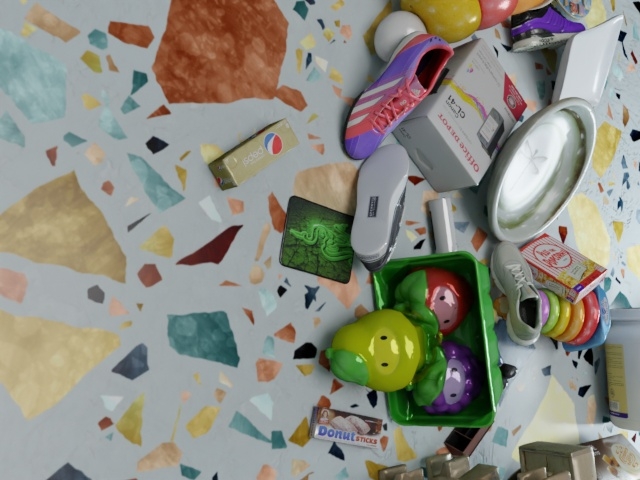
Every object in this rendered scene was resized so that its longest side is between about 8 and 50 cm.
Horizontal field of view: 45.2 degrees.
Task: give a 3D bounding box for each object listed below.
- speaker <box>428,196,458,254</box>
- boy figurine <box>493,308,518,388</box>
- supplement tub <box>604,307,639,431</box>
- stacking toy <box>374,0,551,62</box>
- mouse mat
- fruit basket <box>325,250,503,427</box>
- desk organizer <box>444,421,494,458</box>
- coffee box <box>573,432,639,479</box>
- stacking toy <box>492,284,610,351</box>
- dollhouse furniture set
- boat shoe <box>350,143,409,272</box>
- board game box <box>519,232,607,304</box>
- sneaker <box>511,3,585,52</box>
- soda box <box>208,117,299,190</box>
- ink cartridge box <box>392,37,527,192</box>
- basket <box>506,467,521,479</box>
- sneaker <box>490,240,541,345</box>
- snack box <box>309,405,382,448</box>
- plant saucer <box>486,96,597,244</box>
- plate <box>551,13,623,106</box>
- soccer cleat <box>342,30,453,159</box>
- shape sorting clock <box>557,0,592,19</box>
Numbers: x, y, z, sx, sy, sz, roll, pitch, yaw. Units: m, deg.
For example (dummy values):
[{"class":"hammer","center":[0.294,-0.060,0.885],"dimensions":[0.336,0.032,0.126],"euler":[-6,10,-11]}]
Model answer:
[{"class":"speaker","center":[0.290,-0.033,1.816],"dimensions":[0.055,0.055,0.136],"euler":[-7,89,-38]},{"class":"boy figurine","center":[0.374,0.213,1.830],"dimensions":[0.177,0.092,0.285],"euler":[-36,110,-35]},{"class":"supplement tub","center":[0.923,0.352,2.144],"dimensions":[0.241,0.241,0.331],"euler":[2,84,-38]},{"class":"stacking toy","center":[0.300,-0.582,1.782],"dimensions":[0.480,0.351,0.350],"euler":[-42,110,-16]},{"class":"mouse mat","center":[0.000,0.000,1.618],"dimensions":[0.190,0.007,0.152],"euler":[18,74,-36]},{"class":"fruit basket","center":[0.206,0.214,1.610],"dimensions":[0.392,0.283,0.391],"euler":[16,70,-53]},{"class":"desk organizer","center":[0.350,0.451,1.809],"dimensions":[0.130,0.047,0.050],"euler":[-43,108,-33]},{"class":"coffee box","center":[0.749,0.608,2.029],"dimensions":[0.247,0.141,0.098],"euler":[2,127,-37]},{"class":"stacking toy","center":[0.572,0.179,1.971],"dimensions":[0.302,0.166,0.175],"euler":[10,69,-22]},{"class":"dollhouse furniture set","center":[0.386,0.585,1.588],"dimensions":[0.395,0.362,0.256],"euler":[-4,84,-32]},{"class":"boat shoe","center":[0.137,-0.071,1.680],"dimensions":[0.102,0.108,0.301],"euler":[64,32,-54]},{"class":"board game box","center":[0.613,0.070,1.978],"dimensions":[0.147,0.194,0.045],"euler":[-28,140,-37]},{"class":"sneaker","center":[0.629,-0.607,2.121],"dimensions":[0.294,0.102,0.146],"euler":[-17,94,-38]},{"class":"soda box","center":[-0.129,-0.170,1.505],"dimensions":[0.181,0.058,0.061],"euler":[-40,109,-35]},{"class":"ink cartridge box","center":[0.337,-0.298,1.838],"dimensions":[0.226,0.131,0.306],"euler":[49,57,-23]},{"class":"basket","center":[0.556,0.686,1.880],"dimensions":[0.227,0.154,0.204],"euler":[38,70,-32]},{"class":"sneaker","center":[0.487,0.115,1.858],"dimensions":[0.099,0.121,0.262],"euler":[-10,71,-5]},{"class":"snack box","center":[0.055,0.391,1.602],"dimensions":[0.178,0.022,0.064],"euler":[20,74,-35]},{"class":"plant saucer","center":[0.533,-0.184,1.933],"dimensions":[0.401,0.101,0.400],"euler":[-26,134,-30]},{"class":"plate","center":[0.733,-0.478,2.155],"dimensions":[0.277,0.045,0.277],"euler":[-28,137,-36]},{"class":"soccer cleat","center":[0.163,-0.307,1.654],"dimensions":[0.109,0.116,0.318],"euler":[34,92,-35]},{"class":"shape sorting clock","center":[0.739,-0.751,2.262],"dimensions":[0.206,0.040,0.206],"euler":[5,82,-38]}]
